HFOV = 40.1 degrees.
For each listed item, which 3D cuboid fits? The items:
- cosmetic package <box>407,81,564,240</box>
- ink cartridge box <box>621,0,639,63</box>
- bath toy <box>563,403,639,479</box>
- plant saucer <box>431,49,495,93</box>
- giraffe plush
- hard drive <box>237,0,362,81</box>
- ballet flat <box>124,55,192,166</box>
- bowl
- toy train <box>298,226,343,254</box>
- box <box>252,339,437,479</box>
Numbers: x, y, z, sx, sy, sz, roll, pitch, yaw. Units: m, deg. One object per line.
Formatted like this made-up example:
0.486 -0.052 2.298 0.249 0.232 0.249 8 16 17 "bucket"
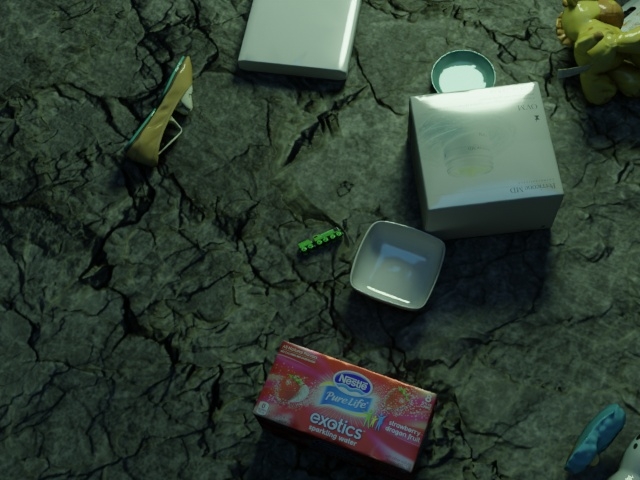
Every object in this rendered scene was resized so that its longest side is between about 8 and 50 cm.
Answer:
0.275 -0.133 1.507 0.224 0.138 0.224 -7 67 1 "cosmetic package"
0.629 -0.384 1.655 0.145 0.045 0.179 -39 51 -12 "ink cartridge box"
0.528 0.387 1.263 0.348 0.129 0.151 32 106 17 "bath toy"
0.267 -0.302 1.645 0.119 0.021 0.119 -2 66 4 "plant saucer"
0.500 -0.364 1.583 0.210 0.181 0.170 0 53 -15 "giraffe plush"
-0.027 -0.465 1.728 0.210 0.040 0.318 7 67 8 "hard drive"
-0.283 -0.237 1.640 0.073 0.080 0.232 31 72 -13 "ballet flat"
0.130 0.047 1.482 0.142 0.053 0.142 19 70 12 "bowl"
0.000 0.000 1.533 0.083 0.017 0.023 -24 56 -6 "toy train"
0.039 0.266 1.353 0.257 0.122 0.128 18 68 12 "box"
